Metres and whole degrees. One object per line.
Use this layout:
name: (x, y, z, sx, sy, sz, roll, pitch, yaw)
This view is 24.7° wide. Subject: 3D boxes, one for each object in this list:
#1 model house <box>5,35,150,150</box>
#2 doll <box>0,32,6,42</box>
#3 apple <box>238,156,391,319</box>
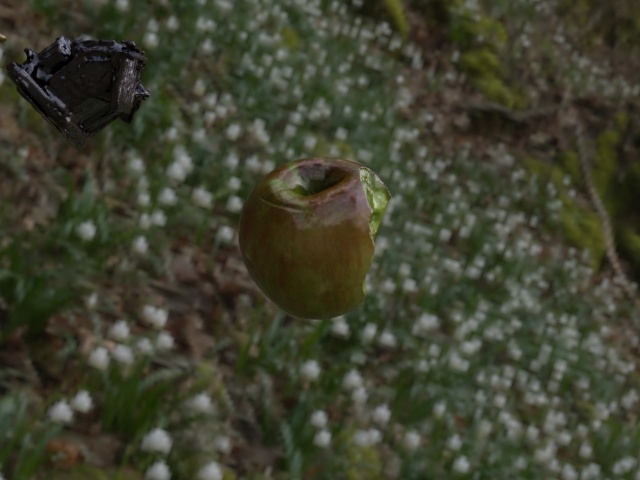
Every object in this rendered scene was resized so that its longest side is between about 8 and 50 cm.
model house: (-0.318, -0.217, 2.011, 0.141, 0.164, 0.203, 47, -6, 4)
doll: (-0.433, -0.313, 1.496, 0.162, 0.270, 0.166, -18, 10, -22)
apple: (0.000, 0.000, 2.222, 0.246, 0.226, 0.246, -6, 32, 4)
